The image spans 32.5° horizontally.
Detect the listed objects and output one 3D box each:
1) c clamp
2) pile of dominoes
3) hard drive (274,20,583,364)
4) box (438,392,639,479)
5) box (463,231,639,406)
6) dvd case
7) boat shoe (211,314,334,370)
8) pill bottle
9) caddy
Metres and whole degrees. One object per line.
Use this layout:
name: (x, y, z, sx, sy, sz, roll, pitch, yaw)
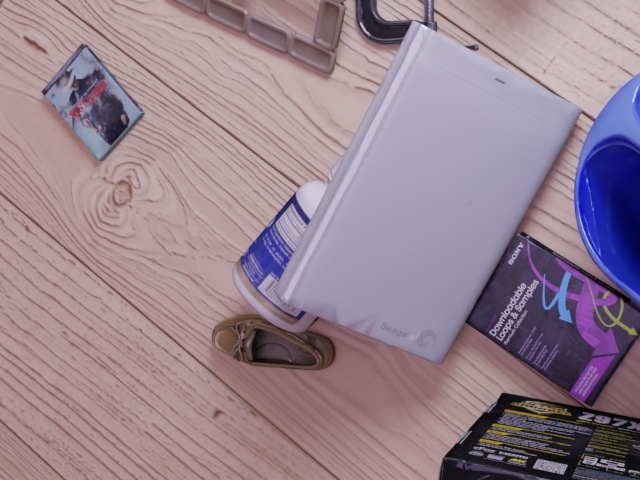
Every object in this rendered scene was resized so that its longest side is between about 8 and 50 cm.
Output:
c clamp: (0.100, -0.277, 1.191, 0.137, 0.022, 0.161, -4, 94, 27)
pile of dominoes: (-0.068, -0.323, 1.224, 0.251, 0.040, 0.196, 28, 131, 17)
hard drive: (0.110, -0.041, 1.128, 0.203, 0.040, 0.308, 23, 102, -21)
box: (0.293, 0.233, 1.029, 0.321, 0.257, 0.079, 9, 97, 20)
box: (0.248, 0.081, 1.156, 0.162, 0.029, 0.116, 34, 105, 17)
dvd case: (-0.280, -0.170, 1.350, 0.087, 0.013, 0.119, -44, 78, 19)
boat shoe: (-0.061, 0.122, 1.269, 0.153, 0.048, 0.056, 13, 99, 20)
pill bottle: (0.000, 0.000, 1.202, 0.112, 0.112, 0.187, 45, 108, 12)
caddy: (0.382, -0.020, 0.964, 0.241, 0.179, 0.341, -55, 50, 15)
